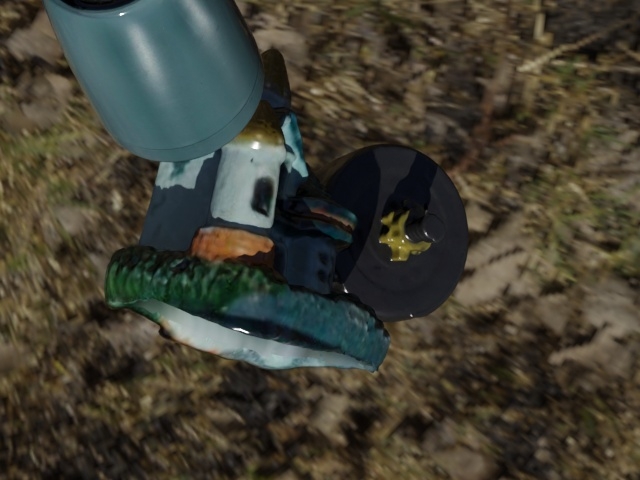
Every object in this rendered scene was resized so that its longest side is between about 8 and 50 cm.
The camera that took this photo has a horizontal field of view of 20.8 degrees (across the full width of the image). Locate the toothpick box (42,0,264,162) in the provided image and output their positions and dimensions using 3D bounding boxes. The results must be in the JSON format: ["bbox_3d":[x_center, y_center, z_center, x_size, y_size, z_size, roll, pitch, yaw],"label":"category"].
[{"bbox_3d":[-0.113,-0.140,1.130,0.120,0.184,0.120,-5,64,11],"label":"toothpick box"}]

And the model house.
[{"bbox_3d":[-0.048,-0.038,1.545,0.253,0.184,0.291,23,69,-52],"label":"model house"}]

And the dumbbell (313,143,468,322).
[{"bbox_3d":[0.000,0.000,1.832,0.185,0.388,0.185,3,84,-34],"label":"dumbbell"}]
